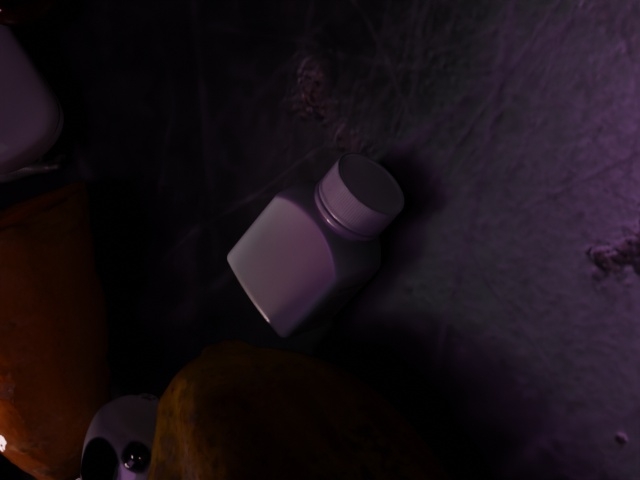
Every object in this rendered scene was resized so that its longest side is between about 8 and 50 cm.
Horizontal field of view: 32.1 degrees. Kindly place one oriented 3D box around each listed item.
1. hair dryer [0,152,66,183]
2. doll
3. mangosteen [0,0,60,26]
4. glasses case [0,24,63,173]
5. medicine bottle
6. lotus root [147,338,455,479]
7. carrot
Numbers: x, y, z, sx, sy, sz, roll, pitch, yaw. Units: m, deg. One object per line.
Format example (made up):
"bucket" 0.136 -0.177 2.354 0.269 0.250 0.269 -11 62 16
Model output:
"hair dryer" -0.309 -0.105 0.967 0.237 0.075 0.206 13 100 29
"doll" -0.136 0.206 0.843 0.110 0.107 0.180 21 119 12
"mangosteen" -0.242 -0.208 0.871 0.081 0.081 0.080 8 103 38
"glasses case" -0.294 -0.156 0.917 0.092 0.059 0.233 -35 72 -5
"medicine bottle" 0.000 0.000 0.725 0.074 0.055 0.118 54 127 19
"lotus root" -0.005 0.196 0.687 0.291 0.193 0.193 53 126 20
"carrot" -0.225 0.085 0.876 0.159 0.159 0.225 -11 101 40
